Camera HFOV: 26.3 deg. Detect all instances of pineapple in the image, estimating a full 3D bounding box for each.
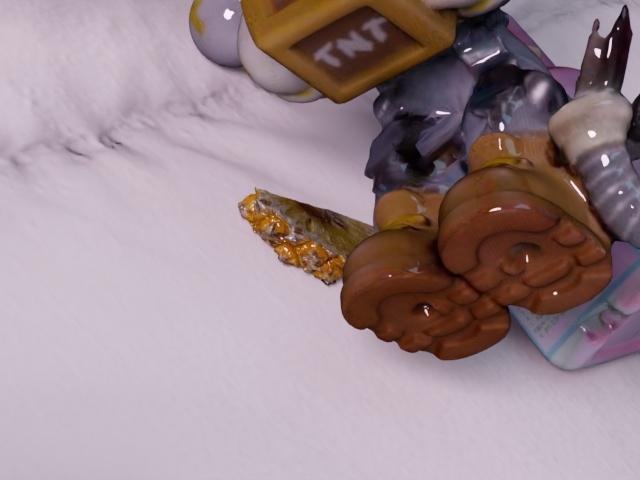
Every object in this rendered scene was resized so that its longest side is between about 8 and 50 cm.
[{"bbox_3d":[0.000,0.000,0.668,0.083,0.019,0.045,18,36,-29],"label":"pineapple"}]

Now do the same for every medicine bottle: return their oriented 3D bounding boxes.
[{"bbox_3d":[0.128,-0.032,0.746,0.119,0.094,0.188,-8,55,-47],"label":"medicine bottle"}]

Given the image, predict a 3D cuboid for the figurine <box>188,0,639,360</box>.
[{"bbox_3d":[0.036,-0.139,0.663,0.186,0.261,0.382,41,36,-46],"label":"figurine"}]
